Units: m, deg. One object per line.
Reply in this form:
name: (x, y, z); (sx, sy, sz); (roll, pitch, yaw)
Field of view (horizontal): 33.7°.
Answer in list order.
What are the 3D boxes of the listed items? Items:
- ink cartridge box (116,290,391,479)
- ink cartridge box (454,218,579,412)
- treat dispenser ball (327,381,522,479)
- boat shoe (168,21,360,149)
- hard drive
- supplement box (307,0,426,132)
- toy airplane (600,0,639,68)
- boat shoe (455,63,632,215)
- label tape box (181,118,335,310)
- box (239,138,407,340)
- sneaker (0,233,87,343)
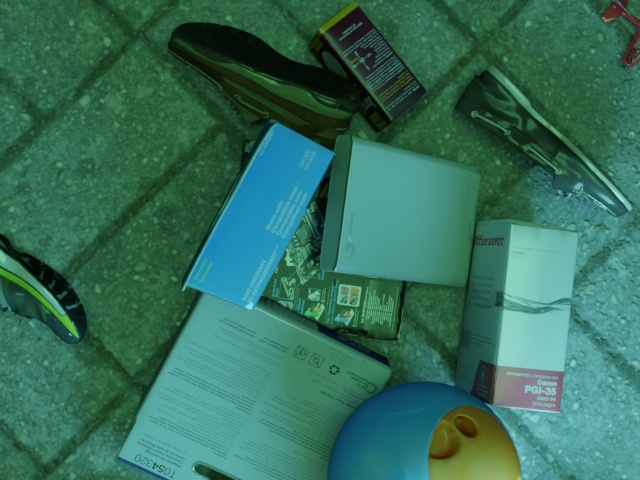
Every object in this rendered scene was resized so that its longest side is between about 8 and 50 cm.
ink cartridge box: (-0.107, 0.263, 1.675); (0.324, 0.071, 0.330); (28, 102, -11)
ink cartridge box: (0.308, 0.114, 1.673); (0.117, 0.207, 0.282); (7, 89, -8)
treat dispenser ball: (0.155, 0.354, 1.569); (0.288, 0.288, 0.288); (0, 89, -5)
boat shoe: (-0.099, -0.240, 1.681); (0.324, 0.122, 0.119); (27, 124, 11)
hard drive: (0.132, -0.039, 1.651); (0.308, 0.040, 0.203); (8, 88, -44)
supplement box: (0.073, -0.277, 1.705); (0.081, 0.104, 0.188); (-40, 93, -11)
toy airplane: (0.540, -0.366, 1.793); (0.151, 0.028, 0.151); (0, 88, -6)
boat shoe: (0.365, -0.145, 1.742); (0.335, 0.112, 0.095); (45, 103, 2)
label tape box: (-0.082, -0.037, 1.488); (0.115, 0.347, 0.249); (28, 94, -6)
box: (0.000, 0.000, 1.714); (0.294, 0.073, 0.295); (7, 89, -5)
sneaker: (-0.500, 0.074, 1.661); (0.300, 0.111, 0.121); (37, 96, 2)
